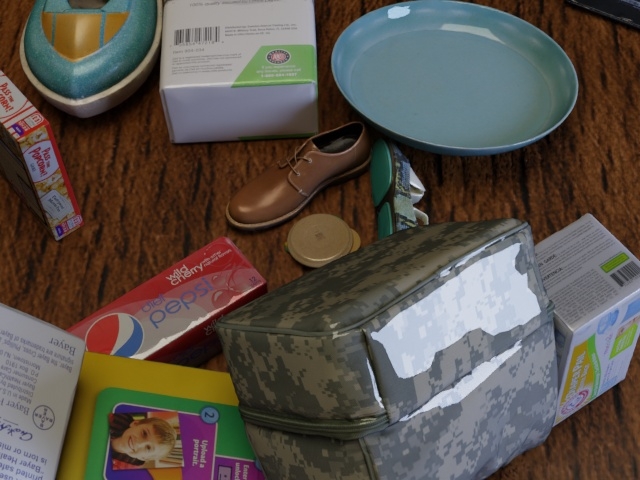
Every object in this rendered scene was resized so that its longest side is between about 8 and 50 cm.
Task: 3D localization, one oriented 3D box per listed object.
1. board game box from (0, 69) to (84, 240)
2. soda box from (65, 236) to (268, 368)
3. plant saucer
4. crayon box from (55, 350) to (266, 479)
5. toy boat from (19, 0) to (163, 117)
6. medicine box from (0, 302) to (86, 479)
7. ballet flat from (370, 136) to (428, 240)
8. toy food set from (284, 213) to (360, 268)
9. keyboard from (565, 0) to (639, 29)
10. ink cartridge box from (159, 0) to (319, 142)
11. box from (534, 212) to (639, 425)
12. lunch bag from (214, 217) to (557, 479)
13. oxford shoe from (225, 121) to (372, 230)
[{"bbox_3d":[-0.361,-0.109,1.422,0.045,0.193,0.147,-34,60,-20],"label":"board game box"},{"bbox_3d":[-0.186,0.107,1.325,0.263,0.083,0.092,-33,59,-18],"label":"soda box"},{"bbox_3d":[0.171,-0.207,1.522,0.318,0.043,0.317,2,45,-2],"label":"plant saucer"},{"bbox_3d":[-0.130,0.301,1.122,0.313,0.106,0.362,11,54,-12],"label":"crayon box"},{"bbox_3d":[-0.373,-0.285,1.576,0.318,0.148,0.267,-3,55,1],"label":"toy boat"},{"bbox_3d":[-0.369,0.224,1.074,0.149,0.263,0.289,29,54,-31],"label":"medicine box"},{"bbox_3d":[0.099,-0.044,1.437,0.070,0.070,0.188,-2,56,2],"label":"ballet flat"},{"bbox_3d":[0.000,0.000,1.428,0.083,0.020,0.082,-38,61,-21],"label":"toy food set"},{"bbox_3d":[0.443,-0.338,1.643,0.180,0.023,0.108,26,67,19],"label":"keyboard"},{"bbox_3d":[-0.105,-0.271,1.570,0.199,0.114,0.272,-3,55,1],"label":"ink cartridge box"},{"bbox_3d":[0.261,0.089,1.236,0.114,0.203,0.103,-30,58,-17],"label":"box"},{"bbox_3d":[0.077,0.144,1.108,0.305,0.256,0.213,-26,13,-38],"label":"lunch bag"},{"bbox_3d":[-0.030,-0.087,1.460,0.212,0.076,0.076,-33,61,-17],"label":"oxford shoe"}]
